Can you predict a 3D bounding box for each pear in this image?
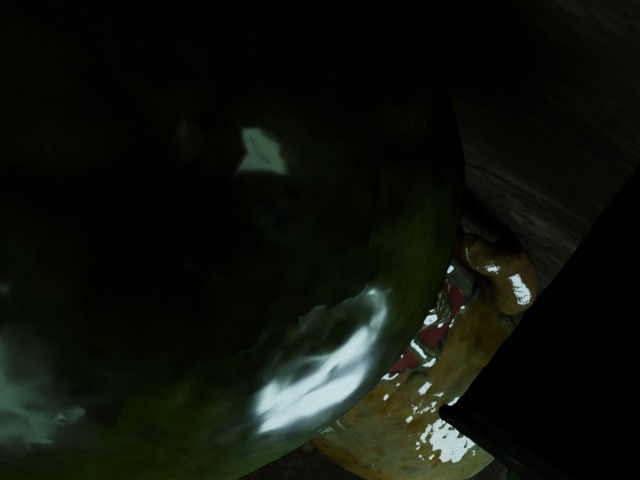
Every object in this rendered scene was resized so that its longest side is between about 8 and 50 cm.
[{"bbox_3d":[-0.122,-0.034,0.694,0.352,0.352,0.413,39,167,-23],"label":"pear"}]

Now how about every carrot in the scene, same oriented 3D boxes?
[{"bbox_3d":[0.036,0.074,1.327,0.340,0.224,0.224,48,171,-36],"label":"carrot"}]

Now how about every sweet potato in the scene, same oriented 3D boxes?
[{"bbox_3d":[0.133,0.022,1.063,0.044,0.044,0.179,37,175,21],"label":"sweet potato"}]

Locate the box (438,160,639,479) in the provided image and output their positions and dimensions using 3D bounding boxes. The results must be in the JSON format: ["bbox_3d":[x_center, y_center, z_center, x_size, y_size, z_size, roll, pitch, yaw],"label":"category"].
[{"bbox_3d":[0.189,0.075,0.358,0.184,0.143,0.273,41,175,-34],"label":"box"}]

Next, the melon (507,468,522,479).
[{"bbox_3d":[0.194,0.137,0.810,0.182,0.182,0.288,38,176,-5],"label":"melon"}]

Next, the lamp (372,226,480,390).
[{"bbox_3d":[0.000,0.000,1.039,0.177,0.177,0.274,35,175,38],"label":"lamp"}]
